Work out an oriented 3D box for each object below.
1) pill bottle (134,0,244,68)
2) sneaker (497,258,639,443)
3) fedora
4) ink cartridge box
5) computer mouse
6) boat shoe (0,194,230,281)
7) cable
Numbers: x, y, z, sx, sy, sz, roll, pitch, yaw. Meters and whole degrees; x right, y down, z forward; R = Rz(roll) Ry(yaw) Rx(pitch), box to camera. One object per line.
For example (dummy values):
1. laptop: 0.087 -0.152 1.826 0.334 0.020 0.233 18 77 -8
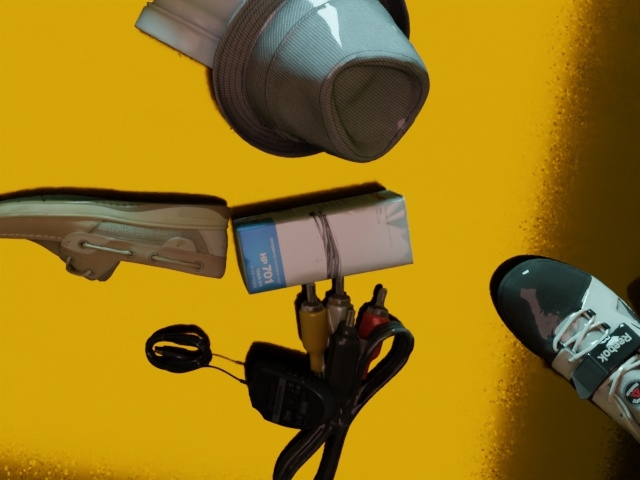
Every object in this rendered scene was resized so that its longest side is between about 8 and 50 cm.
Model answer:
1. pill bottle: -0.077 -0.349 1.789 0.182 0.181 0.323 28 94 -8
2. sneaker: 0.353 0.144 1.902 0.330 0.146 0.122 40 93 -7
3. fedora: 0.024 -0.177 1.774 0.243 0.275 0.124 -48 56 0
4. ink cartridge box: 0.000 0.000 1.853 0.191 0.139 0.082 -9 96 -4
5. computer mouse: -0.091 0.156 1.889 0.242 0.041 0.071 20 118 13
6. boat shoe: -0.255 0.001 1.850 0.302 0.109 0.098 2 95 -11
7. cable: 0.023 0.185 1.933 0.140 0.072 0.287 7 108 -18
